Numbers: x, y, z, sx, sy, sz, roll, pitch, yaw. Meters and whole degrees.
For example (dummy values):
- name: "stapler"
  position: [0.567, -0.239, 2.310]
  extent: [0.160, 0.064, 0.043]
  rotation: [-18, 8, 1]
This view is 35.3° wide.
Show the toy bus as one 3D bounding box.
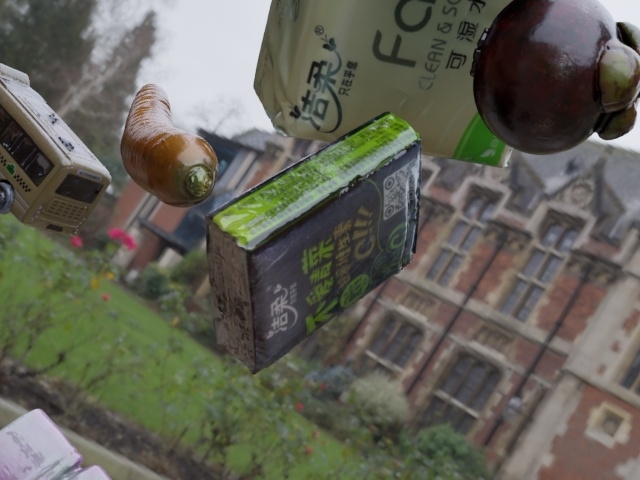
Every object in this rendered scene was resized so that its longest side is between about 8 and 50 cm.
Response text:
- name: "toy bus"
  position: [-0.469, -0.143, 1.586]
  extent: [0.289, 0.157, 0.139]
  rotation: [44, 12, 28]

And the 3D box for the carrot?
- name: "carrot"
  position: [-0.142, -0.086, 0.863]
  extent: [0.062, 0.066, 0.271]
  rotation: [14, 13, -25]

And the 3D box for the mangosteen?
- name: "mangosteen"
  position: [0.250, -0.165, 1.010]
  extent: [0.200, 0.200, 0.200]
  rotation: [33, -7, 5]

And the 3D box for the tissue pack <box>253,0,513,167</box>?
- name: "tissue pack"
  position: [0.127, -0.312, 1.200]
  extent: [0.331, 0.405, 0.205]
  rotation: [7, 25, -21]

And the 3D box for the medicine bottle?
- name: "medicine bottle"
  position: [-0.370, 0.456, 1.484]
  extent: [0.388, 0.219, 0.219]
  rotation: [50, -7, 4]

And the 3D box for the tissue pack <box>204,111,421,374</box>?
- name: "tissue pack"
  position: [0.000, 0.000, 0.973]
  extent: [0.073, 0.235, 0.173]
  rotation: [34, -37, 33]
